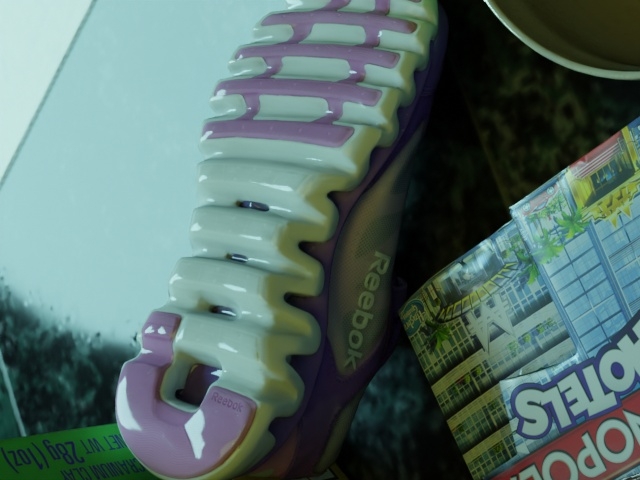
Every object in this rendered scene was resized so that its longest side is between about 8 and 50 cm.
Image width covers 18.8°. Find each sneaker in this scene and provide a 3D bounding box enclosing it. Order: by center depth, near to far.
[{"bbox_3d":[0.000,0.000,0.823,0.095,0.104,0.236,13,79,40],"label":"sneaker"}]

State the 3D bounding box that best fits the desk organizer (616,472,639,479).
[{"bbox_3d":[0.101,0.111,0.685,0.130,0.050,0.047,-28,76,40],"label":"desk organizer"}]

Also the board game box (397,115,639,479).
[{"bbox_3d":[0.130,0.069,0.731,0.194,0.060,0.194,-38,68,35],"label":"board game box"}]

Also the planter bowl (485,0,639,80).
[{"bbox_3d":[0.141,-0.132,0.677,0.162,0.109,0.162,-2,87,40],"label":"planter bowl"}]

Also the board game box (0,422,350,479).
[{"bbox_3d":[-0.016,0.203,0.744,0.316,0.242,0.064,48,120,27],"label":"board game box"}]
